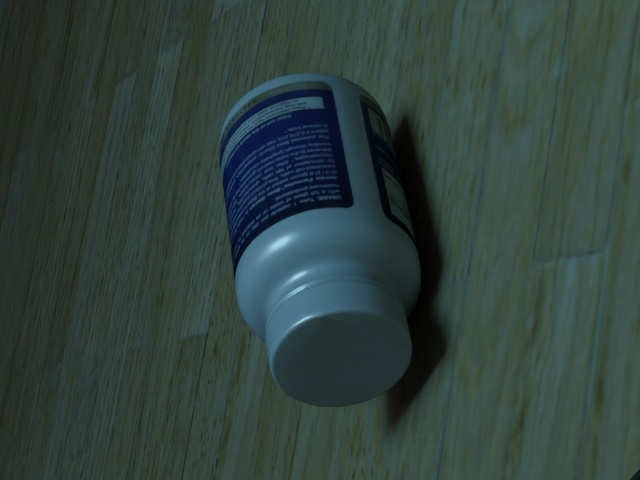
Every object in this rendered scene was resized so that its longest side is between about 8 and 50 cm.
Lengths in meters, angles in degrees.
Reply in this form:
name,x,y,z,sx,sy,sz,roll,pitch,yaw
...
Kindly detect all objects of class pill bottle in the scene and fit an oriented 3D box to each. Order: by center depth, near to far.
name,x,y,z,sx,sy,sz,roll,pitch,yaw
pill bottle,0.000,0.000,0.929,0.169,0.094,0.094,-100,31,-47

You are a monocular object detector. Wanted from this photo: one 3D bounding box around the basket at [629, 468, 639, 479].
name,x,y,z,sx,sy,sz,roll,pitch,yaw
basket,0.112,0.201,0.455,0.204,0.154,0.227,-117,41,-62
